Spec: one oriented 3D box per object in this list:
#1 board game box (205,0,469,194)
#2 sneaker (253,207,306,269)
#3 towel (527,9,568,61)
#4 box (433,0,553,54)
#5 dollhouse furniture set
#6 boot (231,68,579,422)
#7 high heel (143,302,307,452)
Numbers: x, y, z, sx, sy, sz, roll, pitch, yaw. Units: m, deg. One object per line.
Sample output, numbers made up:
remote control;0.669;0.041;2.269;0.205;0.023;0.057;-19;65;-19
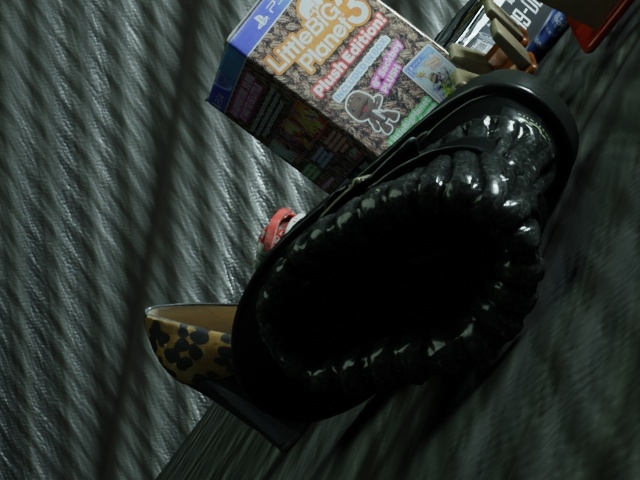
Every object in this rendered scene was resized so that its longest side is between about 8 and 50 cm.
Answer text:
board game box;0.039;-0.147;1.490;0.141;0.291;0.232;-53;3;-13
sneaker;-0.001;0.001;1.867;0.090;0.145;0.270;-54;3;-36
towel;0.358;-0.370;1.692;0.336;0.040;0.243;-51;3;31
box;0.183;-0.227;1.710;0.242;0.076;0.307;-56;6;-26
dollhouse furniture set;0.248;-0.239;1.248;0.262;0.135;0.259;-52;14;21
boot;0.023;0.045;0.887;0.348;0.131;0.260;-51;3;29
high heel;-0.037;0.053;1.244;0.261;0.186;0.093;-52;2;21
